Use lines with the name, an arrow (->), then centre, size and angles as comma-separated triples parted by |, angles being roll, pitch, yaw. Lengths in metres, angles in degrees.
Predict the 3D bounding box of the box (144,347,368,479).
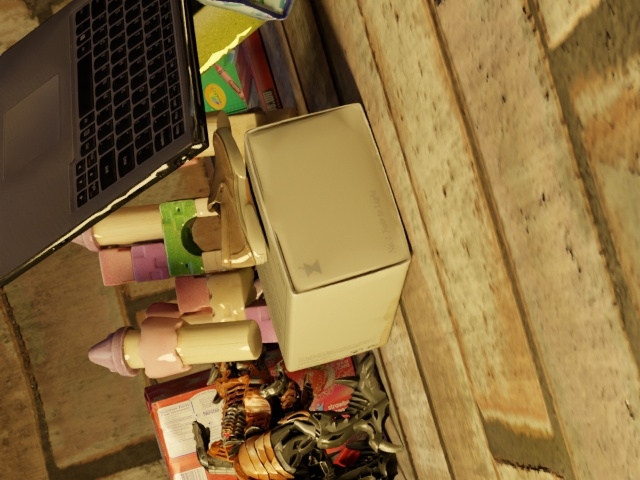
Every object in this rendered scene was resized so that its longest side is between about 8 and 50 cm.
box -> -0.079, 0.215, 2.184 | 0.122, 0.257, 0.128 | -153, 47, -78

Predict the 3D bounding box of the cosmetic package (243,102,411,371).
cosmetic package -> 0.001, 0.006, 1.642 | 0.309, 0.113, 0.160 | 100, 154, -74

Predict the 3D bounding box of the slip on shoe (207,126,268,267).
slip on shoe -> -0.083, -0.038, 1.567 | 0.051, 0.041, 0.135 | 94, 161, -72

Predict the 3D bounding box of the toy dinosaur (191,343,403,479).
toy dinosaur -> -0.025, 0.243, 1.969 | 0.164, 0.218, 0.322 | 91, 162, -67

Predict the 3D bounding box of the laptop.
laptop -> -0.235, -0.241, 1.677 | 0.236, 0.408, 0.382 | 43, -157, -35

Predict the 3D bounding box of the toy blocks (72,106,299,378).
toy blocks -> -0.165, -0.005, 1.938 | 0.309, 0.260, 0.288 | -23, -75, -70

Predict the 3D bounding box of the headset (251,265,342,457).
headset -> -0.044, 0.144, 2.450 | 0.394, 0.185, 0.243 | 37, 149, 54

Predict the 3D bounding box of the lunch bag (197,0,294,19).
lunch bag -> -0.048, -0.267, 1.492 | 0.129, 0.096, 0.151 | -144, 68, -79

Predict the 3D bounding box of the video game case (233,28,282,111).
video game case -> -0.058, -0.119, 2.223 | 0.204, 0.025, 0.285 | 125, 128, -82

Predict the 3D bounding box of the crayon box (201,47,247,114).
crayon box -> -0.166, -0.326, 2.391 | 0.165, 0.081, 0.278 | -114, 11, -50

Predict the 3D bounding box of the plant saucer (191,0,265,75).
plant saucer -> -0.137, -0.260, 1.847 | 0.045, 0.188, 0.188 | 36, -158, -42

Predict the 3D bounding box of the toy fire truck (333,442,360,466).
toy fire truck -> 0.033, 0.355, 2.132 | 0.047, 0.192, 0.135 | 19, 166, 34
